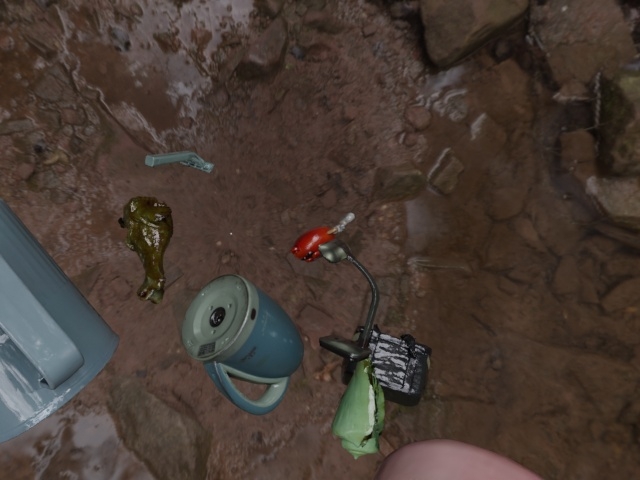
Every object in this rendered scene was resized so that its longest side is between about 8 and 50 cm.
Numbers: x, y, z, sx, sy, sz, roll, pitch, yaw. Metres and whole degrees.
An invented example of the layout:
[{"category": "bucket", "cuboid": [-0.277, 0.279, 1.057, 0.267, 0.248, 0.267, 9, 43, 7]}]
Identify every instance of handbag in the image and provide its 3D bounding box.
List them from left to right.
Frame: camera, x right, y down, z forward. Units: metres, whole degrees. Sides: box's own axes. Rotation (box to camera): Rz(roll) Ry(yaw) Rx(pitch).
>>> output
[{"category": "handbag", "cuboid": [0.196, 0.365, 1.855, 0.254, 0.181, 0.181, 17, 62, 7]}]

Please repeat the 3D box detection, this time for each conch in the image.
[{"category": "conch", "cuboid": [0.113, 0.432, 1.613, 0.137, 0.143, 0.251, 20, 94, 19]}]

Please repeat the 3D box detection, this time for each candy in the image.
[{"category": "candy", "cuboid": [0.146, 0.315, 0.639, 0.255, 0.255, 0.094, 50, 44, -6]}]

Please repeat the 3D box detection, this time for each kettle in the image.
[{"category": "kettle", "cuboid": [-0.188, 0.308, 1.738, 0.342, 0.247, 0.320, 41, 51, -41]}]

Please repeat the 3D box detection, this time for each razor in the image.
[{"category": "razor", "cuboid": [-0.429, -0.244, 1.881, 0.111, 0.278, 0.056, 20, 101, 16]}]

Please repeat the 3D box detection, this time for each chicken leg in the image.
[{"category": "chicken leg", "cuboid": [-0.499, -0.003, 1.887, 0.140, 0.361, 0.211, 4, 129, -38]}]

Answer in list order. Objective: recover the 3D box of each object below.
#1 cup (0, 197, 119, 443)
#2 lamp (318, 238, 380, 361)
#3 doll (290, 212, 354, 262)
[{"category": "cup", "cuboid": [-0.514, 0.125, 0.968, 0.256, 0.331, 0.311, -34, 107, -5]}, {"category": "lamp", "cuboid": [0.056, 0.139, 1.454, 0.124, 0.203, 0.283, 3, 91, 25]}, {"category": "doll", "cuboid": [0.000, 0.000, 1.787, 0.183, 0.217, 0.085, -38, 84, 35]}]
